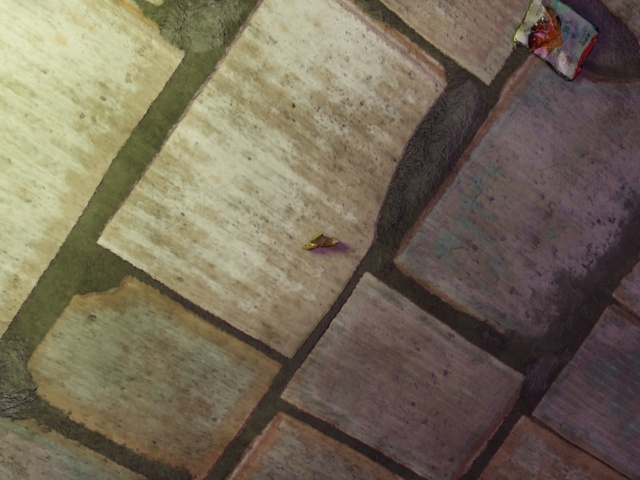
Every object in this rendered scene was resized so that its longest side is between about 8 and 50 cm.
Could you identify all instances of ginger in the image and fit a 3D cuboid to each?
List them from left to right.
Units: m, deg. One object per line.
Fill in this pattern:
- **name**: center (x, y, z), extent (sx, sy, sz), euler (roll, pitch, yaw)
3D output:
- **ginger**: center (-0.001, -0.001, 1.844), extent (0.097, 0.030, 0.048), euler (-10, 132, -8)

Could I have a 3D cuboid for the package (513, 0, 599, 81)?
- **package**: center (0.627, -0.544, 1.858), extent (0.232, 0.040, 0.166), euler (29, 94, -19)
